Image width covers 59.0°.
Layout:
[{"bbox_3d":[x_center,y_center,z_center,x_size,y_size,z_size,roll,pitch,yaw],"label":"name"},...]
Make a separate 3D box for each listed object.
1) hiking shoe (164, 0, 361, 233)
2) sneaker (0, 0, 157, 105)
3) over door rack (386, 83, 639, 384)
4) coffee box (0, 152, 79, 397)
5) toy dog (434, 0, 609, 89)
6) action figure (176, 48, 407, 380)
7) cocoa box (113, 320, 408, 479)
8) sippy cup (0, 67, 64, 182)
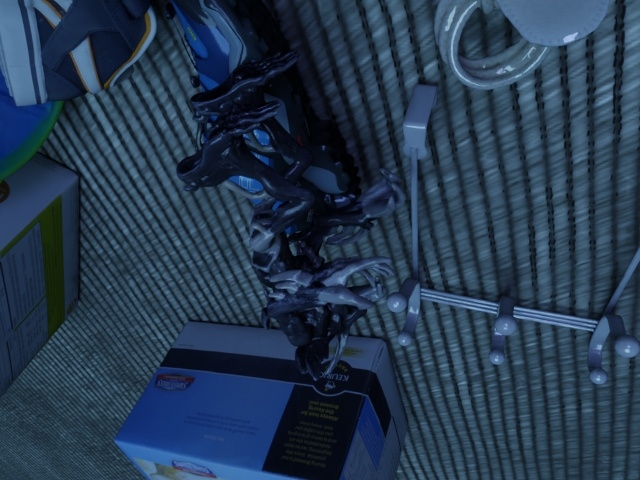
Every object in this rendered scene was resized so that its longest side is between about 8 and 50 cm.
[{"bbox_3d":[-0.075,-0.116,0.517,0.132,0.113,0.304,-25,120,15],"label":"hiking shoe"},{"bbox_3d":[-0.196,-0.220,0.425,0.126,0.127,0.321,69,155,8],"label":"sneaker"},{"bbox_3d":[0.191,0.021,0.555,0.239,0.108,0.324,9,135,16],"label":"over door rack"},{"bbox_3d":[-0.572,0.043,0.765,0.337,0.334,0.338,27,137,-1],"label":"coffee box"},{"bbox_3d":[0.154,-0.184,0.268,0.333,0.161,0.220,-20,122,34],"label":"toy dog"},{"bbox_3d":[0.000,0.000,0.463,0.140,0.164,0.276,-14,128,17],"label":"action figure"},{"bbox_3d":[-0.072,0.288,0.849,0.347,0.228,0.231,1,132,24],"label":"cocoa box"},{"bbox_3d":[-0.422,-0.194,0.563,0.224,0.306,0.240,26,180,14],"label":"sippy cup"}]
